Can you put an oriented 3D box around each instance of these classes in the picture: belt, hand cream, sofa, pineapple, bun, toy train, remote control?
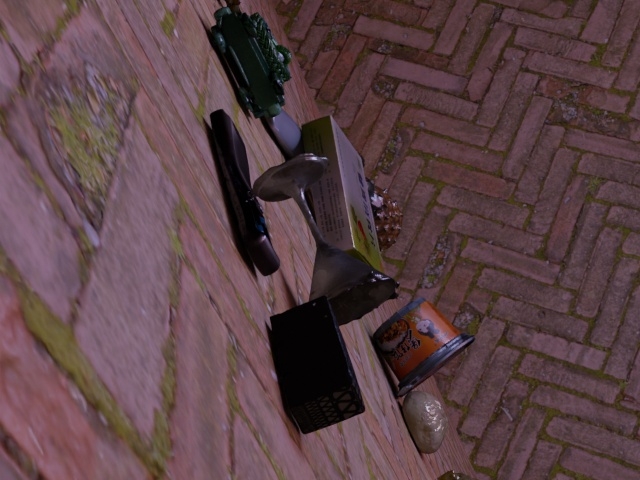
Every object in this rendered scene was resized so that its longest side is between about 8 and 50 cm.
[{"bbox_3d":[-0.100,-0.353,1.764,0.151,0.079,0.121,60,7,-48],"label":"belt"},{"bbox_3d":[-0.053,-0.179,1.652,0.079,0.048,0.255,65,8,26],"label":"hand cream"},{"bbox_3d":[-0.005,0.105,0.816,0.118,0.060,0.039,-109,178,-52],"label":"sofa"},{"bbox_3d":[0.065,-0.083,1.918,0.310,0.141,0.170,41,52,-60],"label":"pineapple"},{"bbox_3d":[0.190,0.320,1.691,0.115,0.069,0.115,-24,90,-83],"label":"bun"},{"bbox_3d":[-0.106,-0.258,1.384,0.172,0.070,0.099,64,-1,-7],"label":"toy train"},{"bbox_3d":[-0.079,-0.053,0.954,0.059,0.028,0.212,58,9,-47],"label":"remote control"}]

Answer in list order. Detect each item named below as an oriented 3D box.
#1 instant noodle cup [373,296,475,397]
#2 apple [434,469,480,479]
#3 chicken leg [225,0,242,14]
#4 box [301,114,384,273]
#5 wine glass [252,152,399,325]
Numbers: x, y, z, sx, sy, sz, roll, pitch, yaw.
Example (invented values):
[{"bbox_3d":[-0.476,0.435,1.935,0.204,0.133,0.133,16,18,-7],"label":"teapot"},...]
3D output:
[{"bbox_3d":[0.178,0.185,1.735,0.125,0.177,0.208,53,30,12],"label":"instant noodle cup"},{"bbox_3d":[0.167,0.334,1.014,0.158,0.156,0.147,-129,-151,-71],"label":"apple"},{"bbox_3d":[-0.166,-0.460,1.700,0.093,0.070,0.178,41,-21,29],"label":"chicken leg"},{"bbox_3d":[0.040,-0.064,1.651,0.175,0.062,0.260,46,30,-60],"label":"box"},{"bbox_3d":[0.000,0.000,1.074,0.183,0.122,0.122,65,5,23],"label":"wine glass"}]
